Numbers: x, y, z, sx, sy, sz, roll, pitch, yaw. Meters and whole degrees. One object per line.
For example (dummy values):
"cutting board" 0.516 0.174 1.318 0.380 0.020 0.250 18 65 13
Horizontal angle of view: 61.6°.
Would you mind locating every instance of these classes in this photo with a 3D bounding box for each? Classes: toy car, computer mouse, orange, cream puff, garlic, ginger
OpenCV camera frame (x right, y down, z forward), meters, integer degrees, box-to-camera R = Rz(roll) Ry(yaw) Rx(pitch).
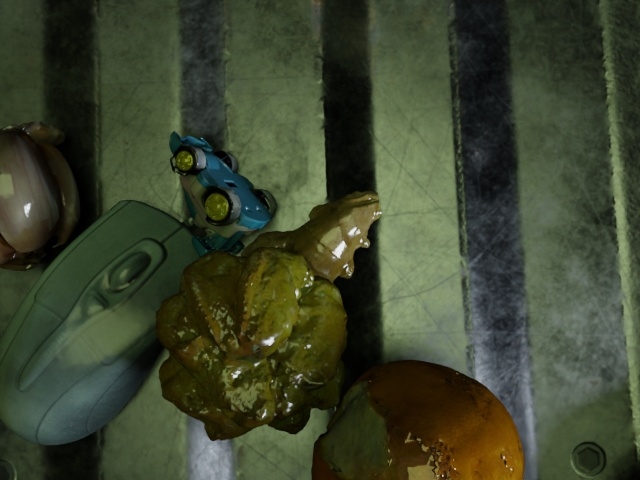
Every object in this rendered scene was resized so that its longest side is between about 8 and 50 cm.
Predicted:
"toy car" -0.148 -0.058 0.705 0.161 0.126 0.098 46 106 10
"computer mouse" -0.291 0.106 0.697 0.188 0.122 0.370 39 85 3
"orange" 0.109 0.253 0.611 0.240 0.240 0.239 0 86 2
"cream puff" -0.076 0.124 0.630 0.245 0.244 0.196 -4 59 1
"garlic" -0.430 -0.055 0.688 0.214 0.160 0.191 -10 81 -2
"ginger" 0.000 0.014 0.710 0.206 0.081 0.115 -28 56 7
